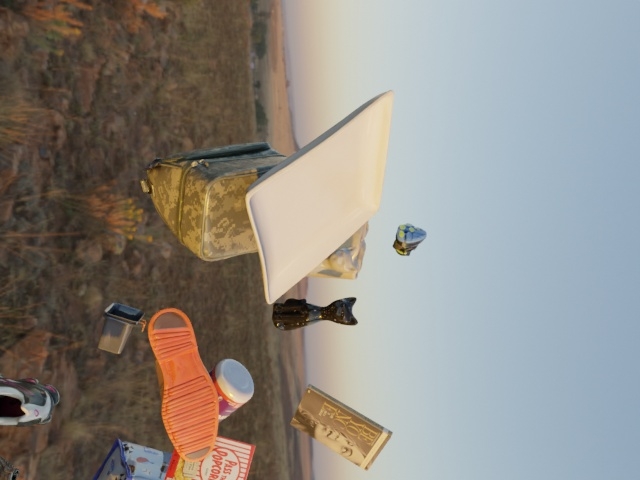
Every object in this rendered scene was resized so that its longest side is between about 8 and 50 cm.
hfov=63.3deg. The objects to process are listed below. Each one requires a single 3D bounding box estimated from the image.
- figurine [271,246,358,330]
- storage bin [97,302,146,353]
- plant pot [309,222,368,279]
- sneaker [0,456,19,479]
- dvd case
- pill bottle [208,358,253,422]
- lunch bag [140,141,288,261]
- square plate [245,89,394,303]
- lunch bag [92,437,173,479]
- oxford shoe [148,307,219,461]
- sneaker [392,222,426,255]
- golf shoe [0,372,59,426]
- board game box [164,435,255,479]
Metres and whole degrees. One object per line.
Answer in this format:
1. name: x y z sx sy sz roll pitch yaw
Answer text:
1. figurine: -0.004 0.115 1.303 0.092 0.209 0.215 42 47 -62
2. storage bin: -0.486 0.218 1.271 0.135 0.098 0.091 -160 -90 -78
3. plant pot: 0.000 0.000 1.812 0.334 0.305 0.334 10 90 -79
4. sneaker: -0.828 0.607 1.356 0.188 0.071 0.066 48 -32 27
5. dvd case: 0.044 0.450 1.243 0.018 0.221 0.165 -51 166 -52
6. pill bottle: -0.421 0.611 1.993 0.181 0.323 0.182 43 18 -18
7. lunch bag: -0.215 -0.111 1.182 0.256 0.305 0.213 31 -55 39
8. square plate: 0.000 -0.077 0.985 0.049 0.344 0.347 38 -26 24
9. lunch bag: -0.537 0.821 1.520 0.386 0.327 0.239 -62 -149 -2
10. oxford shoe: -0.329 0.340 1.255 0.132 0.129 0.364 160 -81 -68
11. sneaker: 0.207 0.003 1.219 0.188 0.067 0.078 -13 125 -77
12. golf shoe: -0.653 0.294 0.994 0.120 0.272 0.105 123 -23 -79
13. board game box: -0.274 0.562 1.293 0.045 0.193 0.147 110 -5 -66
